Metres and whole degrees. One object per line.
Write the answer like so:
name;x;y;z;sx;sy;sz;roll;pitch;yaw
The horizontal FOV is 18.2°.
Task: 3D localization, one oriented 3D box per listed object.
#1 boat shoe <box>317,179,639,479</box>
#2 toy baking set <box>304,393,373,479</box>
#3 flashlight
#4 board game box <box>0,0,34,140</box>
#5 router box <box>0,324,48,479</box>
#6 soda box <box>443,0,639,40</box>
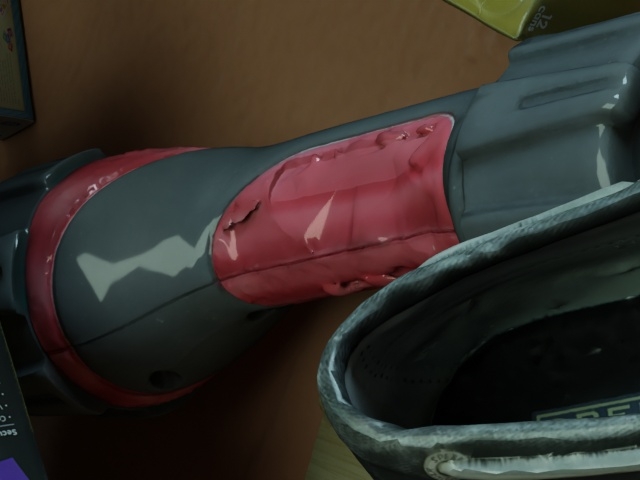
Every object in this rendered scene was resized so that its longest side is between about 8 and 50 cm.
boat shoe;0.147;0.005;0.458;0.306;0.105;0.113;-14;52;22
toy baking set;0.057;0.151;0.644;0.256;0.030;0.197;50;124;43
flashlight;0.000;0.000;0.650;0.304;0.103;0.103;-11;72;48
board game box;-0.180;-0.124;0.852;0.026;0.103;0.154;-23;69;40
router box;-0.189;0.073;0.766;0.309;0.081;0.243;117;138;-55
soda box;0.095;-0.149;0.620;0.061;0.058;0.181;37;111;40
